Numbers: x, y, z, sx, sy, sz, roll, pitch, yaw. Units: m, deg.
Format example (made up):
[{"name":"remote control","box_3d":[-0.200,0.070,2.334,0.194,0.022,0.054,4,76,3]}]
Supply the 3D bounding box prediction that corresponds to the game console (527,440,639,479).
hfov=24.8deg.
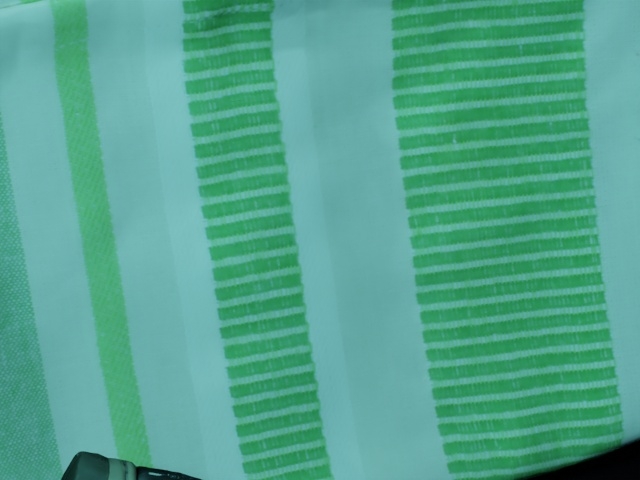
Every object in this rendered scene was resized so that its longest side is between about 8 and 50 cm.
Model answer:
[{"name":"game console","box_3d":[0.064,0.150,0.608,0.361,0.044,0.213,-31,65,-19]}]

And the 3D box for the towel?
[{"name":"towel","box_3d":[0.000,0.000,0.557,0.325,0.038,0.247,-13,104,-18]}]

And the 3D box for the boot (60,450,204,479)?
[{"name":"boot","box_3d":[-0.019,0.199,0.510,0.179,0.085,0.236,7,88,-14]}]
